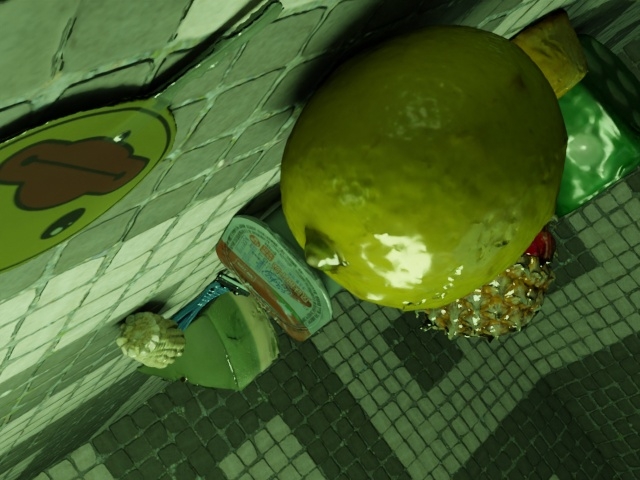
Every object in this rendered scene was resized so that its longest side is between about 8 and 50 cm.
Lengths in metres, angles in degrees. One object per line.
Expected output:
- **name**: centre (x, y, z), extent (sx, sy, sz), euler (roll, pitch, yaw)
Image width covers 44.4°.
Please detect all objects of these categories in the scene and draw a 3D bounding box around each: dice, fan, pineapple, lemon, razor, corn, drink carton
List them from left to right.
- **fan**: centre (-0.157, -0.053, 0.524), extent (0.335, 0.011, 0.229), euler (-36, 174, 9)
- **corn**: centre (-0.263, 0.148, 1.203), extent (0.087, 0.087, 0.211), euler (-36, 168, -8)
- **razor**: centre (-0.232, 0.133, 1.418), extent (0.082, 0.042, 0.253), euler (29, 124, -37)
- **drink carton**: centre (-0.003, 0.005, 1.086), extent (0.190, 0.185, 0.191), euler (-37, 173, -28)
- **lemon**: centre (0.099, -0.071, 0.739), extent (0.284, 0.260, 0.260), euler (-22, 165, -45)
- **pineapple**: centre (0.299, 0.008, 1.560), extent (0.352, 0.352, 0.300), euler (-36, 135, -9)
- **dice**: centre (0.523, -0.243, 1.671), extent (0.287, 0.297, 0.300), euler (-34, 173, -48)

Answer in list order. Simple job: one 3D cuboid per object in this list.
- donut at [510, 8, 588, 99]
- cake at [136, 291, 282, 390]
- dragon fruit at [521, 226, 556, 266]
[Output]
- **donut**: centre (0.328, -0.255, 1.335), extent (0.303, 0.110, 0.303), euler (-35, 174, -4)
- **cake**: centre (-0.248, 0.178, 1.565), extent (0.284, 0.172, 0.158), euler (0, -159, 32)
- **dragon fruit**: centre (0.227, -0.091, 1.343), extent (0.282, 0.344, 0.100), euler (-80, 176, -57)
